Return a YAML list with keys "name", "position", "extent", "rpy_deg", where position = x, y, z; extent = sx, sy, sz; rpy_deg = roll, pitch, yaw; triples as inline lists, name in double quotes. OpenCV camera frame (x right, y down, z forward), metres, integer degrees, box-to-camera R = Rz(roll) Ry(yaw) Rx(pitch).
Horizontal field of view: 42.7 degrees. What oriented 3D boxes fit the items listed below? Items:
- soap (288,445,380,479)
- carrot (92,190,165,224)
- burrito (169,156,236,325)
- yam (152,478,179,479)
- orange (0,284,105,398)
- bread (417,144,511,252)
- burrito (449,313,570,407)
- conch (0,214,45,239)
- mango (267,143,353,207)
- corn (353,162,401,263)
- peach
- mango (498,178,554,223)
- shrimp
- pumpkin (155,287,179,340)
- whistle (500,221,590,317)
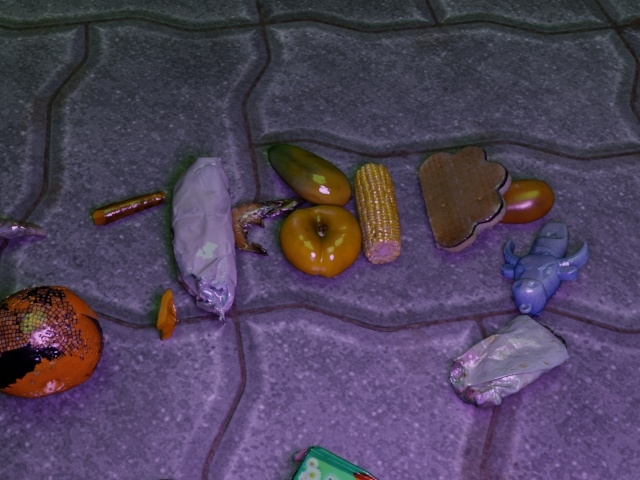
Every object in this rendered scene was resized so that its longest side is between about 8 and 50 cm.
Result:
- name: "soap"
  position: [-0.006, 0.496, 1.342]
  extent: [0.218, 0.098, 0.273]
  rpy_deg: [26, 57, 12]
- name: "carrot"
  position: [-0.431, -0.074, 1.853]
  extent: [0.171, 0.042, 0.042]
  rpy_deg: [-19, 53, -19]
- name: "burrito"
  position: [-0.250, -0.001, 1.750]
  extent: [0.139, 0.101, 0.445]
  rpy_deg: [-12, 52, 1]
- name: "yam"
  position: [-0.245, 0.457, 1.373]
  extent: [0.259, 0.106, 0.106]
  rpy_deg: [5, 50, 2]
- name: "orange"
  position: [-0.515, 0.191, 1.506]
  extent: [0.235, 0.234, 0.182]
  rpy_deg: [-21, 70, -17]
- name: "bread"
  position: [0.326, -0.103, 1.817]
  extent: [0.207, 0.056, 0.286]
  rpy_deg: [-21, 49, 21]
- name: "burrito"
  position: [0.354, 0.239, 1.565]
  extent: [0.229, 0.089, 0.144]
  rpy_deg: [-28, 41, -22]
- name: "conch"
  position: [-0.796, -0.001, 1.726]
  extent: [0.386, 0.169, 0.203]
  rpy_deg: [16, 9, -39]
- name: "mango"
  position: [-0.021, -0.152, 1.871]
  extent: [0.137, 0.091, 0.237]
  rpy_deg: [7, 28, -42]
- name: "corn"
  position: [0.126, -0.063, 1.809]
  extent: [0.094, 0.093, 0.244]
  rpy_deg: [-3, 55, -3]
- name: "peach"
  position: [0.000, 0.000, 1.750]
  extent: [0.179, 0.103, 0.179]
  rpy_deg: [0, 55, 0]
- name: "mango"
  position: [0.430, -0.082, 1.834]
  extent: [0.184, 0.085, 0.102]
  rpy_deg: [-15, 56, 10]
- name: "shrimp"
  position: [-0.113, -0.031, 1.817]
  extent: [0.195, 0.035, 0.147]
  rpy_deg: [-12, 50, -6]
- name: "pumpkin"
  position: [-0.304, 0.149, 1.644]
  extent: [0.035, 0.073, 0.101]
  rpy_deg: [1, 53, 5]
- name: "whistle"
  position: [0.463, 0.055, 1.712]
  extent: [0.180, 0.093, 0.269]
  rpy_deg: [0, 44, 33]
